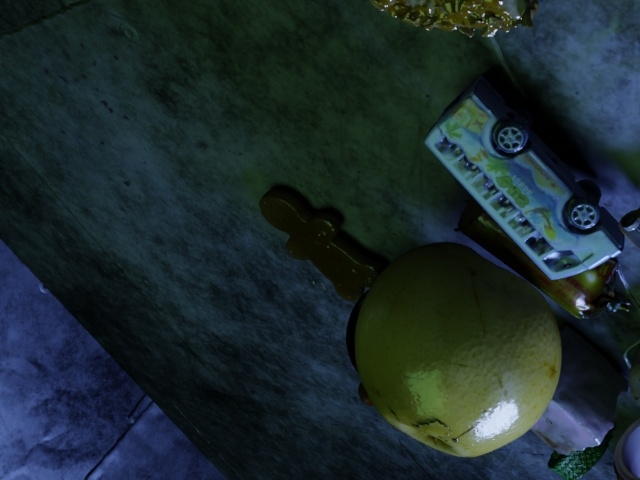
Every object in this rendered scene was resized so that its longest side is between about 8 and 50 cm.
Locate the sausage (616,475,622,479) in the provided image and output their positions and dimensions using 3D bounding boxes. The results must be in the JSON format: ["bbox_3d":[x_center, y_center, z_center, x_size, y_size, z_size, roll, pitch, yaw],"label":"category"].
[{"bbox_3d":[0.718,0.597,2.034,0.136,0.123,0.501,7,139,37],"label":"sausage"}]

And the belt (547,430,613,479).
[{"bbox_3d":[0.523,0.422,1.998,0.079,0.121,0.151,40,138,5],"label":"belt"}]

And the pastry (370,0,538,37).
[{"bbox_3d":[0.186,-0.337,1.313,0.250,0.102,0.154,22,148,23],"label":"pastry"}]

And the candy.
[{"bbox_3d":[0.454,0.274,1.817,0.195,0.185,0.137,42,145,-1],"label":"candy"}]

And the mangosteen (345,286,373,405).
[{"bbox_3d":[0.181,0.208,1.893,0.288,0.288,0.288,26,148,18],"label":"mangosteen"}]

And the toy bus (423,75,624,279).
[{"bbox_3d":[0.308,-0.087,1.469,0.330,0.109,0.136,46,117,-5],"label":"toy bus"}]

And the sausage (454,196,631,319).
[{"bbox_3d":[0.374,0.025,1.597,0.317,0.125,0.117,37,149,-1],"label":"sausage"}]

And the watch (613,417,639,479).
[{"bbox_3d":[0.626,0.364,1.638,0.211,0.248,0.217,56,172,-29],"label":"watch"}]

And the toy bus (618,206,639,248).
[{"bbox_3d":[0.517,-0.038,1.415,0.069,0.074,0.162,41,148,-21],"label":"toy bus"}]

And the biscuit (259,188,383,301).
[{"bbox_3d":[0.000,0.000,2.024,0.301,0.049,0.197,41,145,-7],"label":"biscuit"}]

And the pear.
[{"bbox_3d":[0.222,0.177,1.600,0.348,0.348,0.348,26,148,18],"label":"pear"}]

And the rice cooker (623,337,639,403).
[{"bbox_3d":[0.600,0.209,1.619,0.145,0.127,0.206,42,141,-7],"label":"rice cooker"}]
